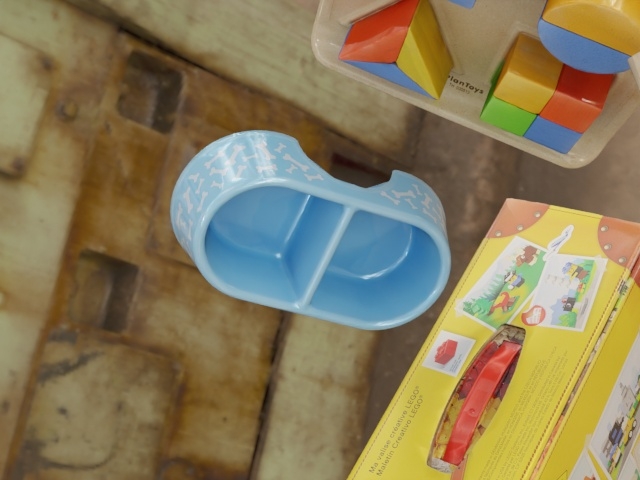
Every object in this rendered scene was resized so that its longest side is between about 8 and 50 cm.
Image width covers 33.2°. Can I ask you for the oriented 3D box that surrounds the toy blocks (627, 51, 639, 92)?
[{"bbox_3d":[0.398,-0.073,0.700,0.308,0.288,0.260,-21,86,8],"label":"toy blocks"}]

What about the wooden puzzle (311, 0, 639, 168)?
[{"bbox_3d":[0.155,-0.197,0.952,0.348,0.322,0.081,111,-178,-63],"label":"wooden puzzle"}]

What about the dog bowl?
[{"bbox_3d":[0.000,0.000,1.068,0.166,0.297,0.074,-64,25,24],"label":"dog bowl"}]

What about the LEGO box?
[{"bbox_3d":[0.237,0.269,1.234,0.193,0.372,0.500,14,61,38],"label":"LEGO box"}]
